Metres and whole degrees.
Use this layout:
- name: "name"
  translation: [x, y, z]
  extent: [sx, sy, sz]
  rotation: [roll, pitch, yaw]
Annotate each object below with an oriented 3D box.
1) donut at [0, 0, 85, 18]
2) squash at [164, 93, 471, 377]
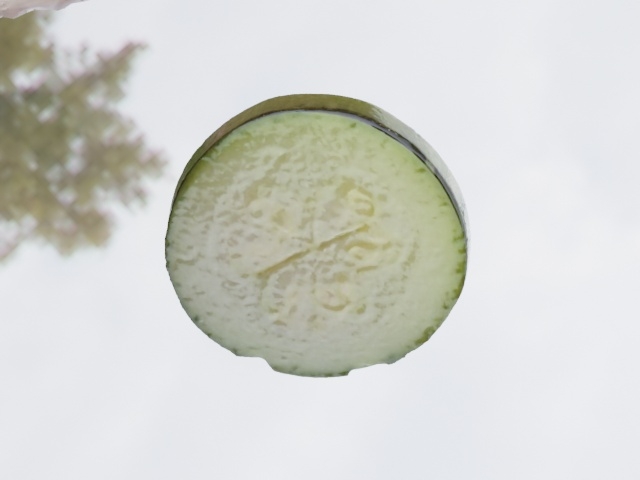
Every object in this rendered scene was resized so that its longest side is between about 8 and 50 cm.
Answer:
- name: "donut"
  translation: [-0.108, -0.187, 0.718]
  extent: [0.277, 0.277, 0.108]
  rotation: [-20, -110, 28]
- name: "squash"
  translation: [0.000, -0.002, 1.370]
  extent: [0.219, 0.219, 0.041]
  rotation: [-27, -156, 19]
